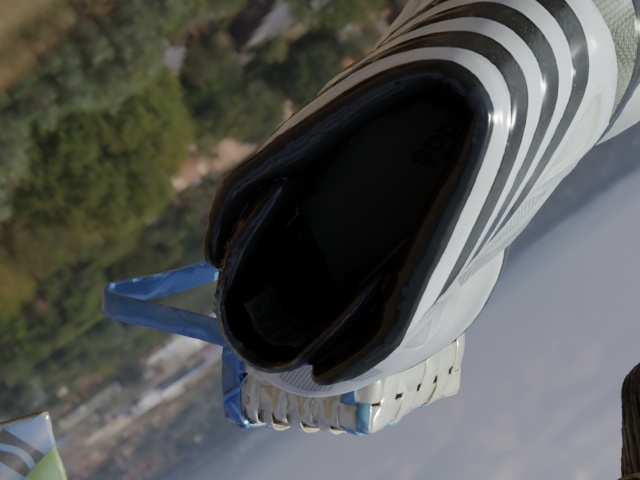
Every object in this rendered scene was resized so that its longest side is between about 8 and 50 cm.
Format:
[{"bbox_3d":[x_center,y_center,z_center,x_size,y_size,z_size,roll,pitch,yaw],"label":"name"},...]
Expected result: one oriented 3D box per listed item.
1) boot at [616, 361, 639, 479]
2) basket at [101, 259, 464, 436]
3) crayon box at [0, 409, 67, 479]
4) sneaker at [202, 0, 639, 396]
[{"bbox_3d":[0.285,0.203,1.100,0.348,0.131,0.260,160,-54,-71],"label":"boot"},{"bbox_3d":[-0.021,0.064,1.499,0.289,0.201,0.255,8,-167,28],"label":"basket"},{"bbox_3d":[-0.175,0.252,0.712,0.203,0.323,0.083,-15,-152,-8],"label":"crayon box"},{"bbox_3d":[-0.001,-0.001,0.887,0.257,0.169,0.447,-36,169,-38],"label":"sneaker"}]
